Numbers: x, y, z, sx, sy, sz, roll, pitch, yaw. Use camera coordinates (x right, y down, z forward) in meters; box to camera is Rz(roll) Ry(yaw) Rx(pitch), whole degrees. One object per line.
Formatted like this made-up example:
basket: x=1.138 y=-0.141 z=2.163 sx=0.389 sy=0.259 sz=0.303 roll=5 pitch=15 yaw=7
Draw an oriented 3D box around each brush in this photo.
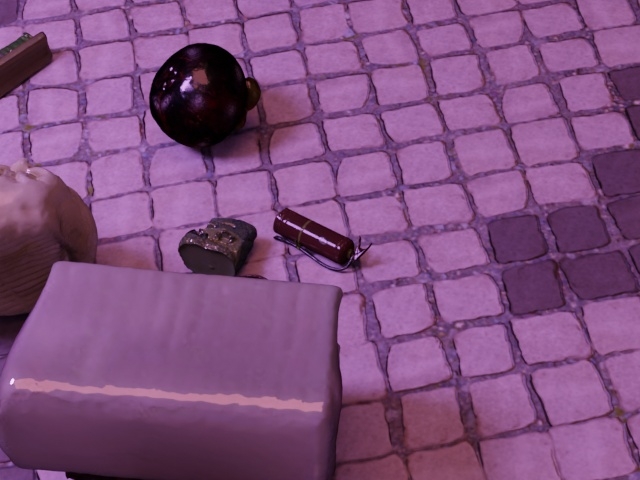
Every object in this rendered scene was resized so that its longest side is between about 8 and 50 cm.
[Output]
brush: x=-0.510 y=-0.218 z=2.070 sx=0.048 sy=0.054 sz=0.282 roll=23 pitch=53 yaw=36

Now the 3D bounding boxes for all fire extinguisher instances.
fire extinguisher: x=0.000 y=0.000 z=1.823 sx=0.132 sy=0.039 sz=0.056 roll=27 pitch=88 yaw=26

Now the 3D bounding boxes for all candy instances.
candy: x=-0.151 y=0.145 z=1.531 sx=0.358 sy=0.145 sz=0.208 roll=6 pitch=50 yaw=4

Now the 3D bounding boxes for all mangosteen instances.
mangosteen: x=-0.158 y=-0.196 z=1.960 sx=0.152 sy=0.152 sz=0.152 roll=-3 pitch=47 yaw=3

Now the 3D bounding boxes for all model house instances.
model house: x=-0.130 y=0.002 z=1.817 sx=0.078 sy=0.066 sz=0.083 roll=13 pitch=49 yaw=15

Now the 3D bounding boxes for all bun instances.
bun: x=-0.389 y=-0.009 z=1.749 sx=0.229 sy=0.229 sz=0.145 roll=-14 pitch=60 yaw=-6

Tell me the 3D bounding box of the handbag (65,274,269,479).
handbag: x=-0.165 y=0.170 z=1.660 sx=0.260 sy=0.084 sz=0.275 roll=-4 pitch=48 yaw=-1
